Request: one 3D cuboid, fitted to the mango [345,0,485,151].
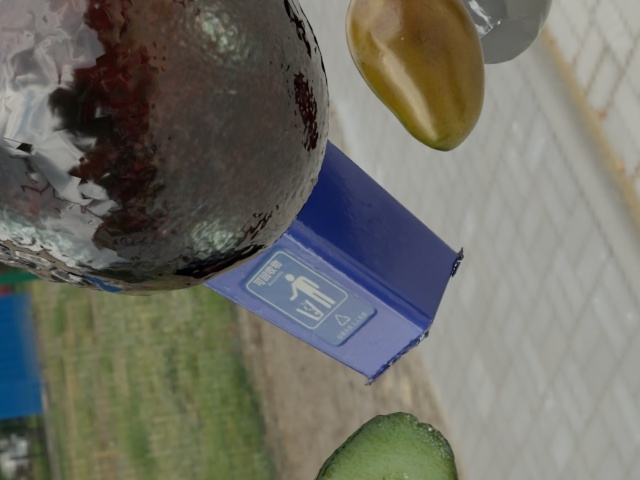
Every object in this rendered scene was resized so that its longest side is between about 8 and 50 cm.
[{"bbox_3d":[0.089,-0.163,1.188,0.163,0.111,0.089,50,171,-8],"label":"mango"}]

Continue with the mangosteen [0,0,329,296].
[{"bbox_3d":[-0.093,-0.081,0.632,0.216,0.216,0.216,173,90,-75],"label":"mangosteen"}]

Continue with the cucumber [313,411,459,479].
[{"bbox_3d":[0.034,0.208,0.857,0.244,0.115,0.063,-62,-18,-49],"label":"cucumber"}]

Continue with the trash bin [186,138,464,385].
[{"bbox_3d":[0.000,0.000,1.246,0.162,0.234,0.184,-47,11,44],"label":"trash bin"}]

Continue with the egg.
[{"bbox_3d":[0.177,-0.320,1.578,0.176,0.176,0.231,114,146,-63],"label":"egg"}]
